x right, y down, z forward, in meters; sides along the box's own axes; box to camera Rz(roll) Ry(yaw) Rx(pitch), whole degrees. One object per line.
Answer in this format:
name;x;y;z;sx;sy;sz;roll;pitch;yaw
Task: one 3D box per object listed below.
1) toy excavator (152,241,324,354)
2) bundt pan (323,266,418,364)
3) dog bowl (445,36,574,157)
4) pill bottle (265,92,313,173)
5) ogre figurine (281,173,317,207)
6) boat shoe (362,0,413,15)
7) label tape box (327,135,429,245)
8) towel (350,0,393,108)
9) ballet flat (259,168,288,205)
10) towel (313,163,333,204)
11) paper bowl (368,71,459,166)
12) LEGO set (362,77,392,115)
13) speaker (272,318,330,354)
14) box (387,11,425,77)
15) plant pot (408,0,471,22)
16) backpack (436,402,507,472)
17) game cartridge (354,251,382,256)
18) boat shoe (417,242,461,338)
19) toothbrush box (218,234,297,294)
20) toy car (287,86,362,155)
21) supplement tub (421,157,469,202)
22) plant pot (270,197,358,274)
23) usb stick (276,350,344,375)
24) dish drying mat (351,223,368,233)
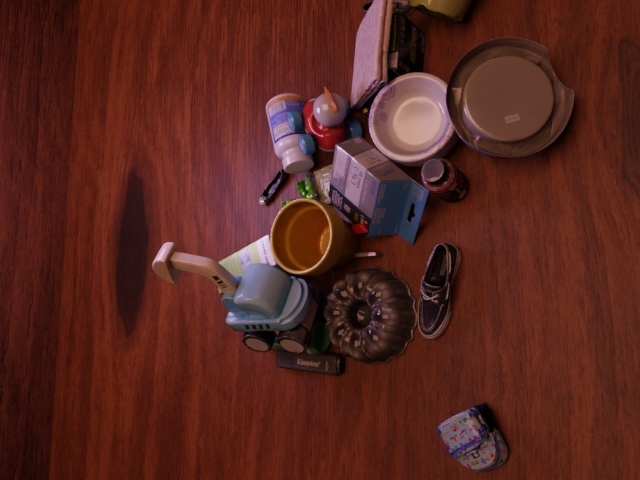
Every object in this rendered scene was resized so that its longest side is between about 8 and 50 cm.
toy excavator;-0.261;0.155;1.925;0.433;0.445;0.222;-6;46;31
bundt pan;0.144;0.242;1.936;0.331;0.124;0.330;-7;78;34
dog bowl;0.530;-0.395;1.698;0.349;0.102;0.348;-1;83;7
pill bottle;-0.105;-0.391;2.193;0.152;0.152;0.272;-24;71;30
ogre figurine;-0.069;-0.139;2.168;0.197;0.097;0.118;-44;41;5
boat shoe;0.241;-0.817;2.066;0.206;0.065;0.075;0;83;35
label tape box;0.173;-0.146;1.917;0.334;0.106;0.240;45;144;32
towel;0.171;-0.629;1.973;0.332;0.053;0.316;165;110;-78
ballet flat;-0.188;-0.207;2.284;0.173;0.049;0.057;-52;57;17
towel;0.030;-0.199;2.144;0.110;0.027;0.148;-17;72;31
paper bowl;0.306;-0.374;1.882;0.284;0.148;0.284;-2;85;23
LEGO set;0.248;-0.428;2.009;0.244;0.060;0.182;42;103;33
speaker;-0.114;0.330;2.099;0.297;0.131;0.131;0;83;35
box;0.281;-0.616;1.935;0.045;0.184;0.190;0;82;37
plant pot;0.401;-0.835;1.860;0.276;0.276;0.253;29;111;35
backpack;0.435;0.573;1.684;0.158;0.117;0.173;-36;67;27
game cartridge;0.160;0.048;1.995;0.083;0.056;0.017;-5;87;34
boat shoe;0.352;0.153;1.814;0.108;0.102;0.301;18;93;36
toothbrush box;-0.214;0.099;2.159;0.283;0.206;0.122;-29;67;28
toy car;0.020;-0.441;2.010;0.219;0.238;0.210;-18;65;-14
supplement tub;0.372;-0.184;1.790;0.106;0.198;0.106;-6;77;30
plant pot;0.000;0.000;2.003;0.254;0.239;0.254;-6;79;34
usb stick;-0.041;0.423;2.085;0.278;0.045;0.077;-1;82;35
dish drying mat;0.128;-0.038;1.956;0.083;0.008;0.032;-7;108;61
